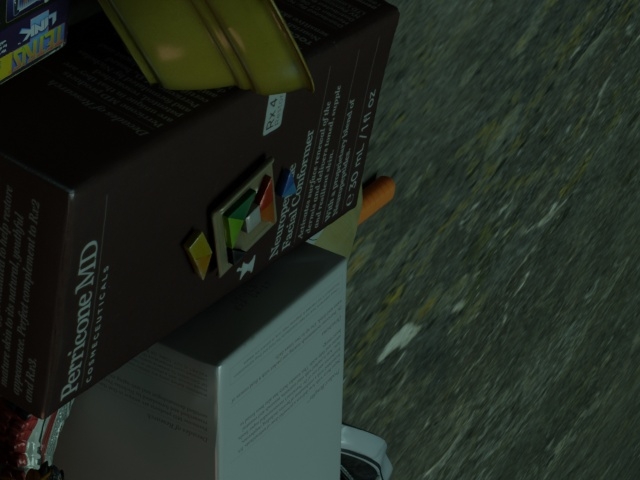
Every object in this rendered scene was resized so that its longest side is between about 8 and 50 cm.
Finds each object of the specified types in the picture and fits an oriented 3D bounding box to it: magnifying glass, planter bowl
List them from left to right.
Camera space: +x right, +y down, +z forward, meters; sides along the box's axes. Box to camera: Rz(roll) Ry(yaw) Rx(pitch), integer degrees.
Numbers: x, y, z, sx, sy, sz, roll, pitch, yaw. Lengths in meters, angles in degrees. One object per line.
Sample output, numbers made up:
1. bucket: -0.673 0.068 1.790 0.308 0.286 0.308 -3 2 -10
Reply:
1. planter bowl: -0.098 -0.163 1.122 0.090 0.217 0.217 -33 154 -2
2. magnifying glass: 0.000 0.000 1.700 0.231 0.026 0.092 -40 149 -43

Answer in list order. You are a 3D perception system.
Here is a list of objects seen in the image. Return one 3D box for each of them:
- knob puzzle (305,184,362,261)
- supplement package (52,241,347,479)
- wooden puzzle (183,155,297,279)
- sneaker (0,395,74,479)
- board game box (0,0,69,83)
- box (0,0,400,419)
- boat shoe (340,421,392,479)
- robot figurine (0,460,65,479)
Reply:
1. knob puzzle: -0.031 -0.011 1.589 0.213 0.030 0.213 -30 135 -36
2. supplement package: -0.099 0.145 1.411 0.177 0.175 0.293 -39 140 -45
3. wooden puzzle: -0.052 -0.014 1.233 0.116 0.014 0.079 -50 155 -27
4. sneaker: -0.220 0.140 1.314 0.093 0.088 0.225 -44 157 -52
5. board game box: -0.217 -0.148 1.034 0.170 0.048 0.141 -39 151 -44
6. box: -0.110 -0.057 1.253 0.381 0.143 0.191 -34 145 -45
7. boat shoe: 0.007 0.258 1.903 0.306 0.113 0.105 73 35 -72
8. robot figurine: -0.268 0.282 1.247 0.291 0.211 0.085 -54 -158 6
